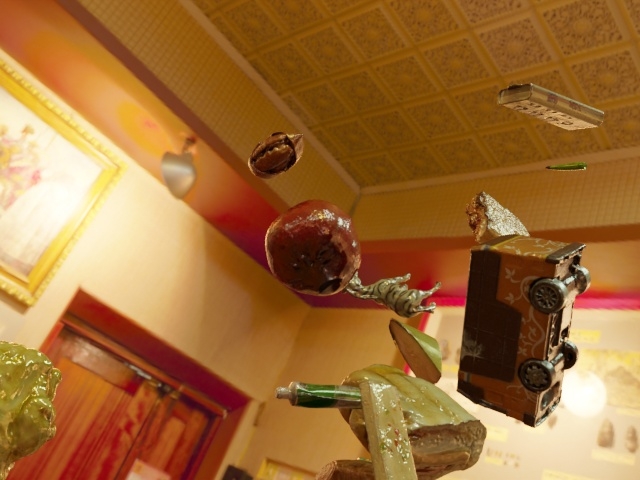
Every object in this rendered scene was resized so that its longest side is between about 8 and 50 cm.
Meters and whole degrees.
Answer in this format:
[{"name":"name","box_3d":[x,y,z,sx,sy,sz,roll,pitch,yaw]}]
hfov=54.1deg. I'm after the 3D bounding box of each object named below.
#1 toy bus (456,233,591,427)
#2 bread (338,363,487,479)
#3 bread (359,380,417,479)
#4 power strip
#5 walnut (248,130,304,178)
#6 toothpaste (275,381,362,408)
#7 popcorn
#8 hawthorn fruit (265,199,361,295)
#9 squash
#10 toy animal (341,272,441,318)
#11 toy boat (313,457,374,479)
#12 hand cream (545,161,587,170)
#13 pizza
[{"name":"toy bus","box_3d":[0.373,0.158,1.173,0.194,0.162,0.323,14,-71,37]},{"name":"bread","box_3d":[0.198,0.461,1.589,0.300,0.210,0.341,12,12,-36]},{"name":"bread","box_3d":[0.090,0.260,0.820,0.028,0.153,0.068,-32,-37,34]},{"name":"power strip","box_3d":[0.484,-0.268,1.285,0.268,0.034,0.092,10,-3,-30]},{"name":"walnut","box_3d":[-0.117,-0.238,1.715,0.116,0.116,0.207,39,-46,-27]},{"name":"toothpaste","box_3d":[0.029,0.314,1.267,0.248,0.047,0.078,8,14,-19]},{"name":"popcorn","box_3d":[-0.580,0.283,1.098,0.195,0.256,0.255,-40,-94,27]},{"name":"hawthorn fruit","box_3d":[0.000,0.000,1.500,0.210,0.266,0.230,-29,-72,35]},{"name":"squash","box_3d":[0.294,0.366,2.022,0.155,0.204,0.237,5,-25,-5]},{"name":"toy animal","box_3d":[0.198,0.138,1.686,0.255,0.170,0.089,12,-66,29]},{"name":"toy boat","box_3d":[0.050,0.469,1.199,0.099,0.108,0.293,33,-40,-8]},{"name":"hand cream","box_3d":[0.734,-0.220,1.869,0.036,0.023,0.122,-3,4,-37]},{"name":"pizza","box_3d":[0.625,-0.049,2.225,0.278,0.409,0.114,46,-66,16]}]
